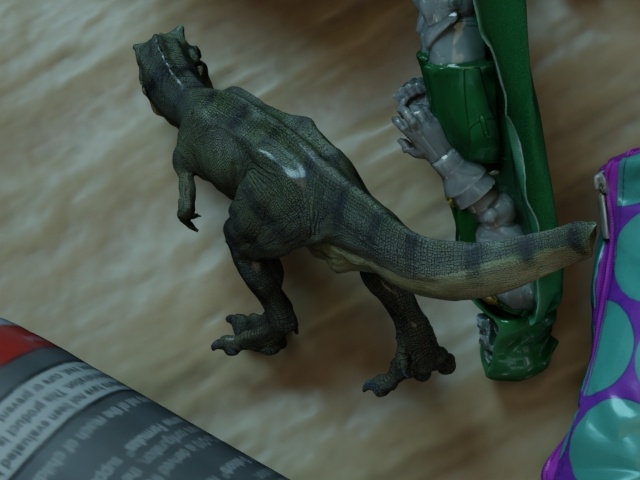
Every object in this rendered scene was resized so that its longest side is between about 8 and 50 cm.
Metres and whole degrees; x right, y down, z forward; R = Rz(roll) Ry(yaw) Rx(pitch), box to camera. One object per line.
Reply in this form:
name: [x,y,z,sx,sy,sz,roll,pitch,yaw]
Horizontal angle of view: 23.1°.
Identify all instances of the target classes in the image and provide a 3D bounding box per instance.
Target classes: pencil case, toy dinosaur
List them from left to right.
toy dinosaur: [0.000,0.000,0.608,0.064,0.118,0.268,-28,38,-29]
pencil case: [0.130,0.039,0.620,0.070,0.064,0.152,13,80,-10]

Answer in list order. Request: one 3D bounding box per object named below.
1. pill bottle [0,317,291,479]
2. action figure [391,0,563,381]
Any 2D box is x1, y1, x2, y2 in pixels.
pill bottle: [-0.025,0.194,0.537,0.363,0.210,0.210,28,84,12]
action figure: [0.060,-0.052,0.611,0.063,0.137,0.232,-12,105,4]
